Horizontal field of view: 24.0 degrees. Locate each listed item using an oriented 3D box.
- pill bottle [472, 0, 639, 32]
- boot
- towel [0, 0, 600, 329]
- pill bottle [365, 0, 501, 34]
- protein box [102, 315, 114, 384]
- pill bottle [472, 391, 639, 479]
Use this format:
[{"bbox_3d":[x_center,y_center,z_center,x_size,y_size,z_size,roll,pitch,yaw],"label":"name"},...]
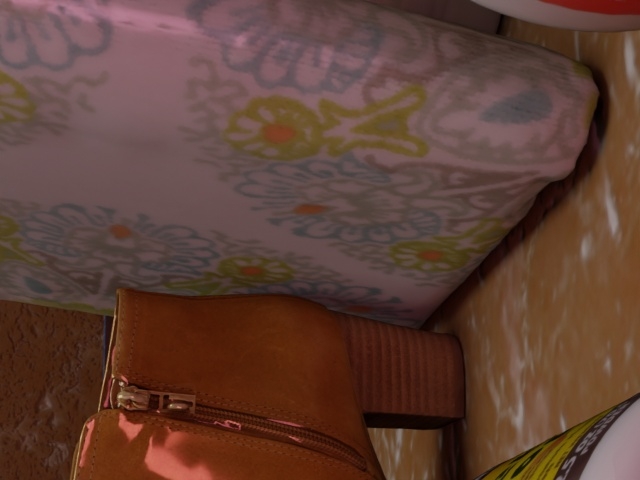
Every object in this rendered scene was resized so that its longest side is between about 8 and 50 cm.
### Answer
[{"bbox_3d":[0.108,-0.180,0.328,0.323,0.182,0.181,134,139,-71],"label":"pill bottle"},{"bbox_3d":[-0.030,0.171,0.792,0.104,0.211,0.295,119,153,-66],"label":"boot"},{"bbox_3d":[-0.070,-0.038,0.799,0.374,0.321,0.090,122,155,-68],"label":"towel"},{"bbox_3d":[-0.039,-0.162,0.834,0.153,0.265,0.153,-176,90,-80],"label":"pill bottle"},{"bbox_3d":[-0.084,0.090,1.163,0.199,0.136,0.201,84,-179,-49],"label":"protein box"},{"bbox_3d":[0.093,0.112,0.443,0.215,0.117,0.117,125,147,-68],"label":"pill bottle"}]
